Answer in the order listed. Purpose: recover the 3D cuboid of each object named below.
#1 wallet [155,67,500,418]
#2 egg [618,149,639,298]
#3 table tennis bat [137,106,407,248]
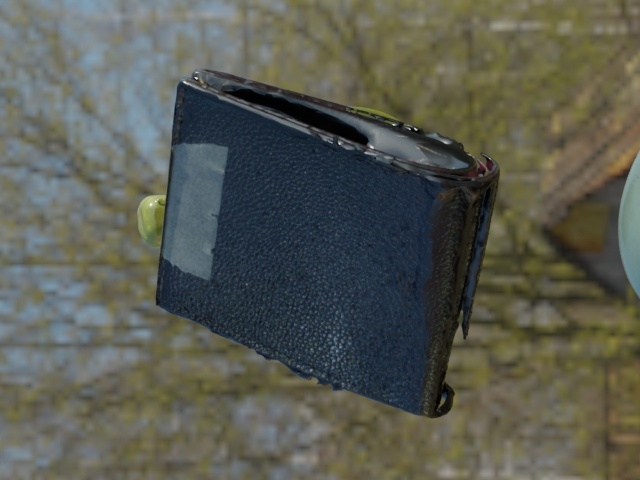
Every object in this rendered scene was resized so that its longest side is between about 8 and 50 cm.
[{"bbox_3d":[0.000,0.000,1.515,0.071,0.262,0.221,-48,-29,-52],"label":"wallet"},{"bbox_3d":[0.389,-0.034,1.936,0.183,0.183,0.264,-71,-12,-65],"label":"egg"},{"bbox_3d":[-0.030,-0.043,2.298,0.054,0.369,0.224,129,135,-76],"label":"table tennis bat"}]
